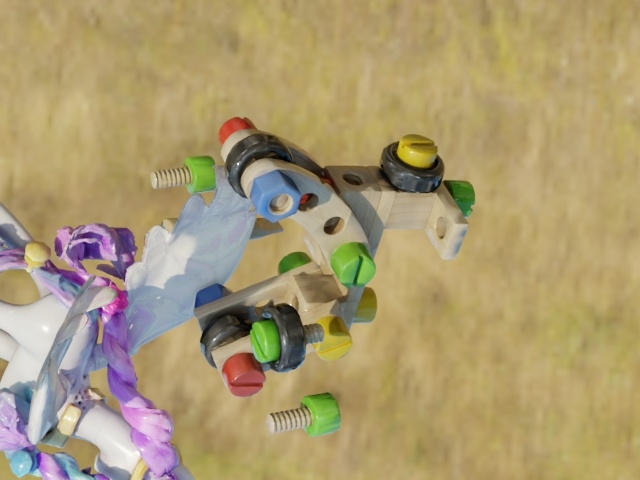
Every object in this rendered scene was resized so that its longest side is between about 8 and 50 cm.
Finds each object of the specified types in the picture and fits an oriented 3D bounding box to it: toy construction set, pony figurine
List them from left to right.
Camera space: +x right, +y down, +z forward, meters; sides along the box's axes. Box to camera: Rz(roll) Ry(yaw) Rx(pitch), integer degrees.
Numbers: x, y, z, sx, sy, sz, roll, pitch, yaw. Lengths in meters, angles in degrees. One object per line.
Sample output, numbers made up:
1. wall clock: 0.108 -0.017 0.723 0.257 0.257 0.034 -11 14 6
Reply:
1. pony figurine: -0.232 0.085 1.654 0.363 0.351 0.303 32 -138 20
2. toy construction set: 0.000 0.000 1.647 0.237 0.257 0.309 -9 -164 -24
